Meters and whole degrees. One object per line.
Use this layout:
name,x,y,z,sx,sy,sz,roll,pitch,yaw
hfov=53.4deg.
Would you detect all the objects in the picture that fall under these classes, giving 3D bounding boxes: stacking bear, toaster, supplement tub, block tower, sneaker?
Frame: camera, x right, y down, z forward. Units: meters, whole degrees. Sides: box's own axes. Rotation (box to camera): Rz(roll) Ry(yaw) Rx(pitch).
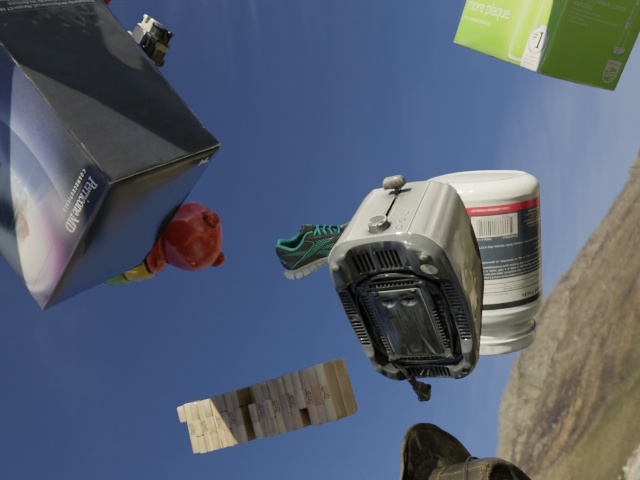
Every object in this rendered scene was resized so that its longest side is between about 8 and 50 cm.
stacking bear,-0.301,-0.006,1.041,0.164,0.289,0.175,-84,-7,-61
toaster,0.105,0.044,0.679,0.227,0.129,0.146,64,-147,-29
supplement tub,0.262,0.030,1.042,0.191,0.191,0.272,-18,-72,-47
block tower,-0.091,0.284,1.077,0.091,0.335,0.097,1,-109,-55
sneaker,0.000,0.000,1.038,0.166,0.065,0.076,-29,-61,7

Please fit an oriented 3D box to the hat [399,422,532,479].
hat,0.238,0.390,0.853,0.331,0.134,0.331,42,-148,-34

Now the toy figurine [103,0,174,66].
toy figurine,-0.434,-0.429,1.343,0.213,0.209,0.148,26,-78,-32

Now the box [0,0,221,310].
box,-0.331,-0.120,0.815,0.294,0.296,0.183,50,-138,6

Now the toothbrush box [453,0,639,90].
toothbrush box,0.300,-0.349,0.767,0.122,0.206,0.283,7,-66,-23
